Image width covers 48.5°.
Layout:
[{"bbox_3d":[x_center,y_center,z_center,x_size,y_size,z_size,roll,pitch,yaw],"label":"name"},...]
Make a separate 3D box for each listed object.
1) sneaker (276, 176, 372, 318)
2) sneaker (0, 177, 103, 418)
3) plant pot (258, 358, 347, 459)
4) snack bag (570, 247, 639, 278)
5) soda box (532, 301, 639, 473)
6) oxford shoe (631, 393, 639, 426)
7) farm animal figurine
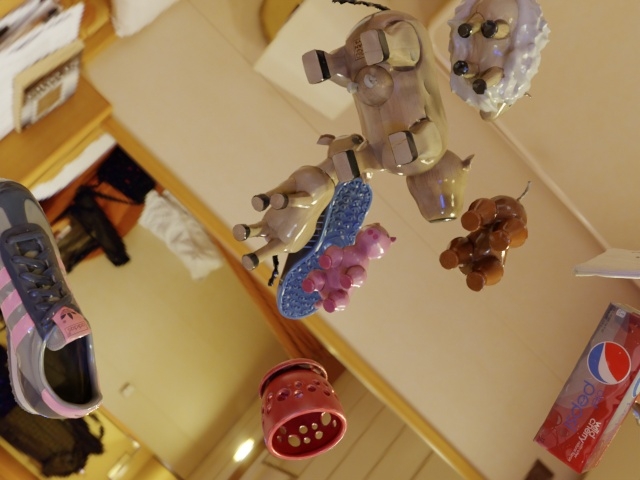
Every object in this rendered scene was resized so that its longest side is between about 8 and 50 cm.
[{"bbox_3d":[0.000,0.000,1.020,0.232,0.081,0.090,-61,-157,15],"label":"sneaker"},{"bbox_3d":[-0.343,0.074,0.895,0.131,0.319,0.112,0,-162,39],"label":"sneaker"},{"bbox_3d":[-0.052,0.384,1.650,0.191,0.191,0.174,-43,-138,17],"label":"plant pot"},{"bbox_3d":[0.666,0.035,1.293,0.342,0.037,0.323,2,-173,33],"label":"snack bag"},{"bbox_3d":[0.450,0.233,1.129,0.083,0.092,0.263,10,109,-51],"label":"soda box"},{"bbox_3d":[0.847,0.438,1.621,0.129,0.133,0.364,-7,-167,-8],"label":"oxford shoe"},{"bbox_3d":[0.072,-0.089,0.749,0.330,0.327,0.172,8,-160,31],"label":"farm animal figurine"}]
